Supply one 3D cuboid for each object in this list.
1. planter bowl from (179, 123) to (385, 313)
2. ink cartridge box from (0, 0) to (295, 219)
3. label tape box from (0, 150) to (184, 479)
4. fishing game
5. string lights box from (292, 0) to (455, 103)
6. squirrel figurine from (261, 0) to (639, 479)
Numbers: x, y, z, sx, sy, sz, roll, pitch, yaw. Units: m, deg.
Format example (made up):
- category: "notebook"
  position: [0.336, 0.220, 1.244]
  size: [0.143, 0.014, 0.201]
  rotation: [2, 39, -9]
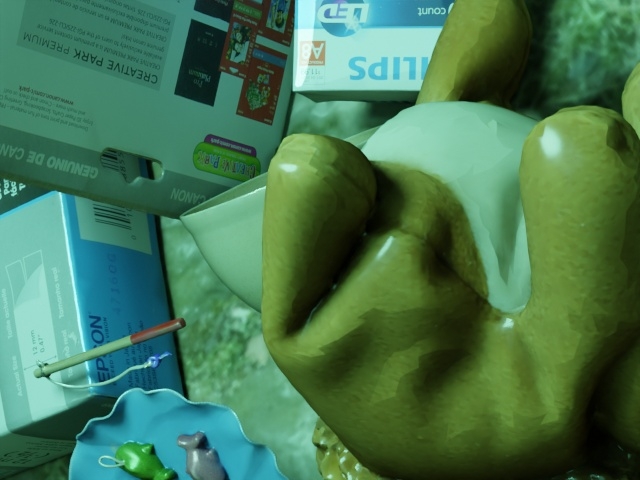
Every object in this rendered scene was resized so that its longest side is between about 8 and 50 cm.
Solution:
- category: "planter bowl"
  position: [0.000, 0.000, 1.197]
  size: [0.162, 0.162, 0.109]
  rotation: [-21, 96, 32]
- category: "ink cartridge box"
  position: [-0.154, -0.161, 1.229]
  size: [0.130, 0.309, 0.272]
  rotation: [9, 86, 37]
- category: "label tape box"
  position: [-0.286, 0.061, 1.409]
  size: [0.348, 0.115, 0.249]
  rotation: [-22, 69, 30]
- category: "fishing game"
  position: [-0.103, 0.190, 1.227]
  size: [0.189, 0.041, 0.264]
  rotation: [-19, 100, 31]
- category: "string lights box"
  position: [0.056, -0.224, 1.194]
  size: [0.133, 0.077, 0.259]
  rotation: [1, 87, 12]
- category: "squirrel figurine"
  position: [0.181, 0.088, 1.005]
  size: [0.370, 0.281, 0.397]
  rotation: [17, 117, 21]
